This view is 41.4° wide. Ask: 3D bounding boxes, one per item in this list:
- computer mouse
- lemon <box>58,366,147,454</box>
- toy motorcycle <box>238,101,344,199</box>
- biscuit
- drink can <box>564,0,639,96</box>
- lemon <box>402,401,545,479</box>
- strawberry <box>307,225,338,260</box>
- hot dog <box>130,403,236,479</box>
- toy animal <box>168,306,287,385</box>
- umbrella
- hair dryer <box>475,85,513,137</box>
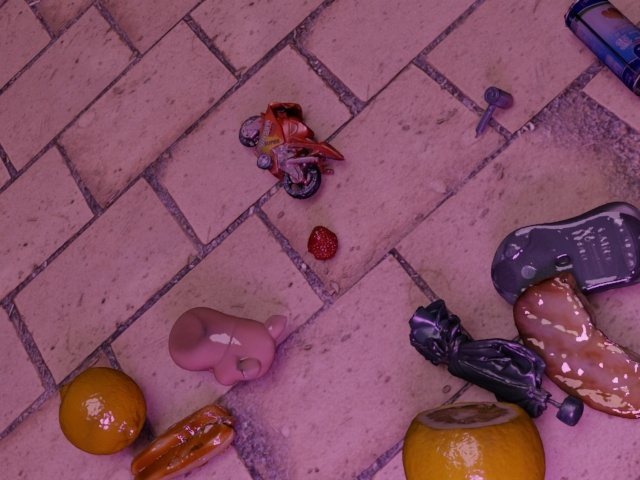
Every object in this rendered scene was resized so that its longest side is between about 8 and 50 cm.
[{"bbox_3d":[0.498,0.025,1.542,0.379,0.090,0.167,-15,87,23],"label":"computer mouse"},{"bbox_3d":[-0.475,0.367,1.835,0.244,0.187,0.187,16,76,36],"label":"lemon"},{"bbox_3d":[-0.077,-0.224,1.960,0.171,0.089,0.298,-44,56,2],"label":"toy motorcycle"},{"bbox_3d":[0.461,0.197,1.484,0.154,0.045,0.299,-47,72,26],"label":"biscuit"},{"bbox_3d":[0.595,-0.397,1.697,0.097,0.097,0.235,-36,55,8],"label":"drink can"},{"bbox_3d":[0.260,0.394,1.425,0.240,0.240,0.219,-7,90,24],"label":"lemon"},{"bbox_3d":[0.000,0.000,1.825,0.073,0.083,0.073,-14,53,20],"label":"strawberry"},{"bbox_3d":[-0.289,0.437,1.776,0.269,0.072,0.109,-33,55,8],"label":"hot dog"},{"bbox_3d":[-0.206,0.218,1.784,0.250,0.154,0.166,5,62,26],"label":"toy animal"},{"bbox_3d":[0.315,0.227,1.532,0.348,0.143,0.094,25,62,32],"label":"umbrella"},{"bbox_3d":[0.358,-0.266,1.789,0.037,0.063,0.114,42,112,40],"label":"hair dryer"}]
